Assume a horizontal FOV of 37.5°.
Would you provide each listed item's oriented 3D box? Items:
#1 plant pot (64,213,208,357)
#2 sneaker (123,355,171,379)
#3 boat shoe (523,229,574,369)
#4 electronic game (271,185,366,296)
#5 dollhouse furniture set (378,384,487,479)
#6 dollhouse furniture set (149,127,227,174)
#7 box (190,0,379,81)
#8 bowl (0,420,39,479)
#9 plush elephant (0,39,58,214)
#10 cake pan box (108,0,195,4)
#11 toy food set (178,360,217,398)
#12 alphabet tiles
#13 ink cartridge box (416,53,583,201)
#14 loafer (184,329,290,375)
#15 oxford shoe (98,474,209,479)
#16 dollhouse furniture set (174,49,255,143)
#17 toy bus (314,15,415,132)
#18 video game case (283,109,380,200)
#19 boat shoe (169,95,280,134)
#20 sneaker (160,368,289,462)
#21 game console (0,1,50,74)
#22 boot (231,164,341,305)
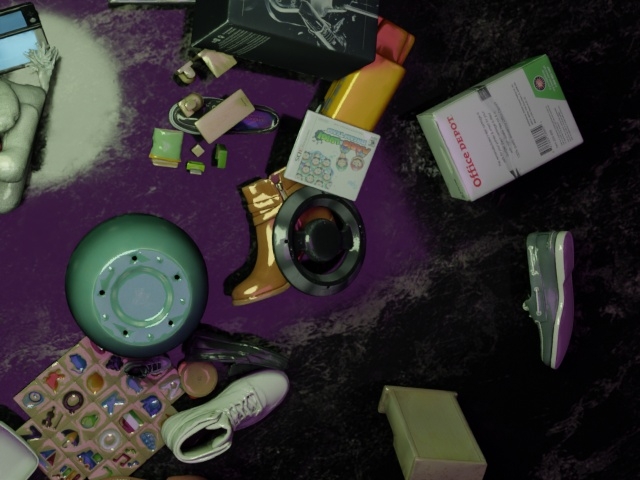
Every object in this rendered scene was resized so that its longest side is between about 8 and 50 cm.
[{"bbox_3d":[-0.350,0.098,1.831,0.293,0.235,0.293,-1,94,-13],"label":"plant pot"},{"bbox_3d":[-0.353,0.265,1.927,0.098,0.069,0.038,-11,99,-11],"label":"sneaker"},{"bbox_3d":[0.511,0.131,2.125,0.099,0.116,0.319,6,105,30],"label":"boat shoe"},{"bbox_3d":[0.000,0.000,1.916,0.229,0.048,0.229,3,85,-34],"label":"electronic game"},{"bbox_3d":[0.198,0.555,2.056,0.362,0.256,0.394,7,115,-13],"label":"dollhouse furniture set"},{"bbox_3d":[-0.268,-0.176,1.908,0.152,0.058,0.076,7,110,-13],"label":"dollhouse furniture set"},{"bbox_3d":[-0.056,-0.516,1.799,0.312,0.179,0.343,8,81,-29],"label":"box"},{"bbox_3d":[-0.651,0.438,1.892,0.142,0.053,0.142,-43,102,1],"label":"bowl"},{"bbox_3d":[-0.644,-0.245,1.723,0.255,0.272,0.330,14,78,-16],"label":"plush elephant"},{"bbox_3d":[-0.293,-0.593,1.864,0.267,0.070,0.245,-4,99,-12],"label":"cake pan box"},{"bbox_3d":[-0.257,0.290,1.982,0.083,0.020,0.082,-7,89,-23],"label":"toy food set"},{"bbox_3d":[-0.453,0.354,1.956,0.342,0.011,0.285,-41,102,-6],"label":"alphabet tiles"},{"bbox_3d":[0.382,-0.240,2.025,0.289,0.121,0.211,-27,101,-9],"label":"ink cartridge box"},{"bbox_3d":[-0.175,0.248,1.971,0.223,0.076,0.078,15,79,-9],"label":"loafer"},{"bbox_3d":[-0.378,0.558,1.925,0.348,0.130,0.123,-7,104,-14],"label":"oxford shoe"},{"bbox_3d":[-0.219,-0.296,1.883,0.144,0.123,0.151,-38,103,-6],"label":"dollhouse furniture set"},{"bbox_3d":[0.075,-0.293,1.934,0.108,0.130,0.332,27,100,-14],"label":"toy bus"},{"bbox_3d":[0.023,-0.169,1.882,0.157,0.019,0.143,18,103,-14],"label":"video game case"},{"bbox_3d":[-0.191,-0.249,1.917,0.228,0.076,0.080,6,94,-14],"label":"boat shoe"},{"bbox_3d":[-0.177,0.366,1.936,0.292,0.169,0.108,-28,102,-14],"label":"sneaker"},{"bbox_3d":[-0.594,-0.389,1.816,0.122,0.107,0.071,-20,72,-11],"label":"game console"},{"bbox_3d":[-0.105,-0.013,1.943,0.283,0.109,0.220,-32,103,-11],"label":"boot"}]
